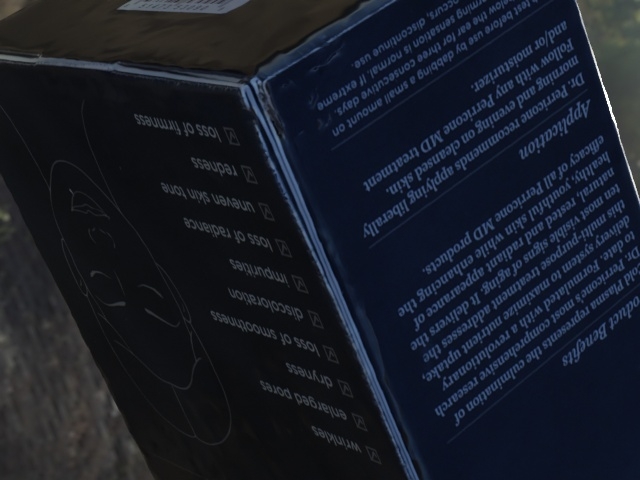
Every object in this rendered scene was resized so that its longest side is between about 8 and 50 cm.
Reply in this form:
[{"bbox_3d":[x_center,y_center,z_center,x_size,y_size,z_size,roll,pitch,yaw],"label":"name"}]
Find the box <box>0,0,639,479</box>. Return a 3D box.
[{"bbox_3d":[0.000,0.000,1.357,0.297,0.480,0.472,-34,116,-27],"label":"box"}]
